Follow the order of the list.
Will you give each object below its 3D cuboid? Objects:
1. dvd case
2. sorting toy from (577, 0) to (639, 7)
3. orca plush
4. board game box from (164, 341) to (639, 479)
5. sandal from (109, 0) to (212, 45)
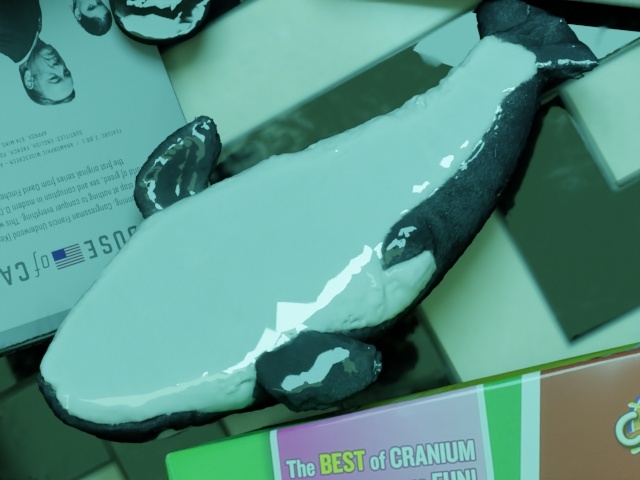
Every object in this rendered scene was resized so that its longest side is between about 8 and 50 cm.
[{"bbox_3d":[-0.157,-0.068,0.887,0.179,0.029,0.239,-18,85,-28],"label":"dvd case"},{"bbox_3d":[0.098,-0.218,0.893,0.193,0.038,0.208,7,83,8],"label":"sorting toy"},{"bbox_3d":[0.000,0.000,0.883,0.151,0.102,0.287,33,74,20],"label":"orca plush"},{"bbox_3d":[0.115,0.079,0.785,0.316,0.242,0.064,-13,85,5],"label":"board game box"},{"bbox_3d":[-0.078,-0.182,0.907,0.067,0.040,0.179,-5,73,1],"label":"sandal"}]
